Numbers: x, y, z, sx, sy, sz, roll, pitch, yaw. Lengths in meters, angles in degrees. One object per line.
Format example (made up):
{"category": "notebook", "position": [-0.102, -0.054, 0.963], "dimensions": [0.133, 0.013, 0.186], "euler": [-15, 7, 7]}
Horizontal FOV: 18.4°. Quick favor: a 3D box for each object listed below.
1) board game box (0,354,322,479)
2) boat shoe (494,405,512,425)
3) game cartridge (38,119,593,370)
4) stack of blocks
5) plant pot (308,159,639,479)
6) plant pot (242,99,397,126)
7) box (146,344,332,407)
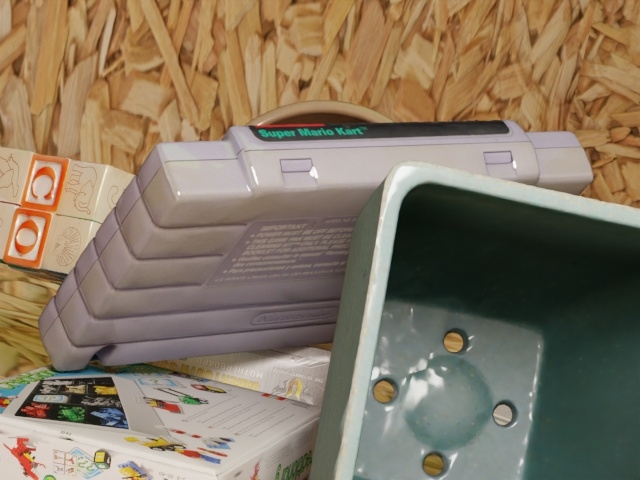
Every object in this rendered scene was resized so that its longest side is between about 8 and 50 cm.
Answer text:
{"category": "board game box", "position": [-0.122, 0.134, 1.338], "dimensions": [0.193, 0.053, 0.305], "euler": [13, 5, 12]}
{"category": "boat shoe", "position": [0.231, 0.156, 1.770], "dimensions": [0.227, 0.081, 0.079], "euler": [15, 6, 21]}
{"category": "game cartridge", "position": [0.000, 0.000, 1.404], "dimensions": [0.355, 0.230, 0.068], "euler": [-4, 55, -35]}
{"category": "stack of blocks", "position": [-0.134, 0.009, 1.573], "dimensions": [0.171, 0.087, 0.297], "euler": [9, -8, 40]}
{"category": "plant pot", "position": [0.115, 0.105, 1.307], "dimensions": [0.247, 0.248, 0.252], "euler": [11, -8, -10]}
{"category": "plant pot", "position": [0.007, 0.006, 2.076], "dimensions": [0.263, 0.263, 0.229], "euler": [14, -11, 8]}
{"category": "box", "position": [-0.088, 0.098, 1.590], "dimensions": [0.231, 0.056, 0.183], "euler": [13, -6, 4]}
